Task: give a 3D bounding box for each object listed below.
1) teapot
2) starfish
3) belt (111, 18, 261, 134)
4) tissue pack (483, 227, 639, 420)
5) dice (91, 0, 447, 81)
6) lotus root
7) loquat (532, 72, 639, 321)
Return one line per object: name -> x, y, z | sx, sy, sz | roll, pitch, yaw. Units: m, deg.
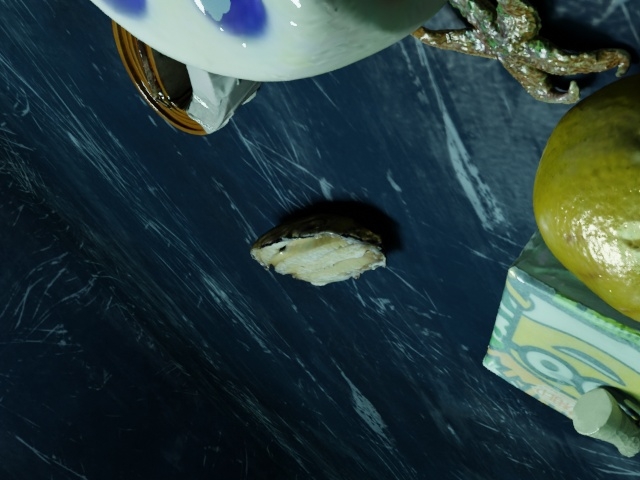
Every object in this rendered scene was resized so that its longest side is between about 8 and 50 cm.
teapot -> 0.337, 0.208, 1.040 | 0.083, 0.057, 0.067 | 35, 123, -21
starfish -> 0.182, -0.188, 0.843 | 0.210, 0.053, 0.150 | 20, 165, 27
belt -> -0.166, -0.244, 1.165 | 0.184, 0.105, 0.261 | 33, 155, 18
tissue pack -> 0.328, 0.112, 1.081 | 0.228, 0.128, 0.311 | 29, 157, 17
dice -> -0.061, -0.310, 0.647 | 0.304, 0.277, 0.304 | 16, 149, 37
lotus root -> 0.000, 0.000, 1.442 | 0.167, 0.078, 0.329 | 21, 163, -23
loquat -> 0.281, -0.043, 0.742 | 0.213, 0.213, 0.246 | 26, 164, 25
